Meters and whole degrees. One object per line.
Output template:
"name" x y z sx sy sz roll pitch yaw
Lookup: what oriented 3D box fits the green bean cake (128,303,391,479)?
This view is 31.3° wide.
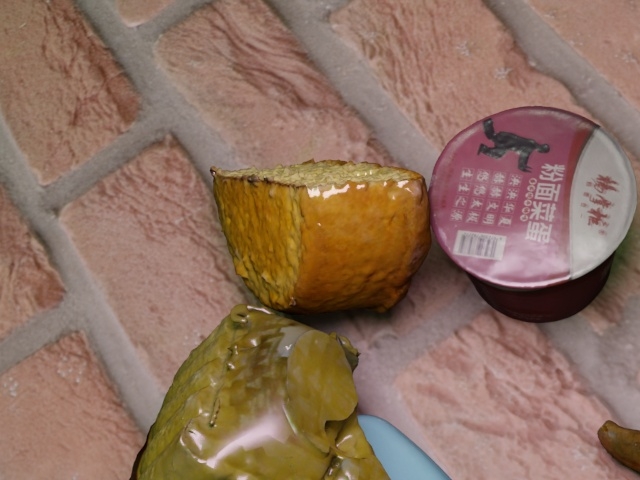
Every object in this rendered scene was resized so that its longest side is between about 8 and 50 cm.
"green bean cake" -0.026 0.221 1.232 0.285 0.202 0.310 30 35 -13

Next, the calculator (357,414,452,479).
"calculator" 0.068 0.371 1.291 0.256 0.054 0.386 -37 57 -4

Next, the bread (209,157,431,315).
"bread" 0.000 0.000 1.366 0.194 0.340 0.179 -6 100 -27

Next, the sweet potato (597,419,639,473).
"sweet potato" 0.387 0.285 1.246 0.081 0.062 0.233 -26 58 3

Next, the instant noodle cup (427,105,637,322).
"instant noodle cup" 0.255 -0.018 1.357 0.235 0.178 0.235 -6 64 12
